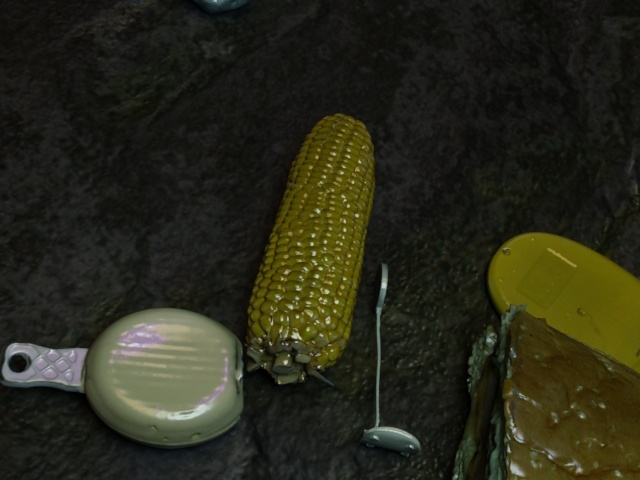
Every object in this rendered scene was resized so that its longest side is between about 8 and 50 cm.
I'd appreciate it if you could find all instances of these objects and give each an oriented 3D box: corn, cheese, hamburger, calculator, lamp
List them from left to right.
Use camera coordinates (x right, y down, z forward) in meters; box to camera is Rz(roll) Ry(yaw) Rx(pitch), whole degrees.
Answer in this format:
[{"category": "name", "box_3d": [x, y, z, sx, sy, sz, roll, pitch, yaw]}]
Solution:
[{"category": "cheese", "box_3d": [-0.185, 0.124, 1.059, 0.227, 0.064, 0.137, 6, 56, -8]}, {"category": "corn", "box_3d": [0.000, 0.000, 1.142, 0.106, 0.106, 0.305, 16, 56, -1]}, {"category": "lamp", "box_3d": [0.071, 0.114, 1.120, 0.056, 0.050, 0.198, 6, 61, -3]}, {"category": "hamburger", "box_3d": [0.228, 0.213, 1.025, 0.211, 0.132, 0.309, 21, 52, -10]}, {"category": "calculator", "box_3d": [0.282, 0.079, 1.188, 0.235, 0.032, 0.146, 35, 60, 13]}]

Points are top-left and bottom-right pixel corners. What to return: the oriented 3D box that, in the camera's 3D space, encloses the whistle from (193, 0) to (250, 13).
[{"category": "whistle", "box_3d": [-0.157, -0.430, 1.361, 0.189, 0.189, 0.348, -15, 84, -18]}]
